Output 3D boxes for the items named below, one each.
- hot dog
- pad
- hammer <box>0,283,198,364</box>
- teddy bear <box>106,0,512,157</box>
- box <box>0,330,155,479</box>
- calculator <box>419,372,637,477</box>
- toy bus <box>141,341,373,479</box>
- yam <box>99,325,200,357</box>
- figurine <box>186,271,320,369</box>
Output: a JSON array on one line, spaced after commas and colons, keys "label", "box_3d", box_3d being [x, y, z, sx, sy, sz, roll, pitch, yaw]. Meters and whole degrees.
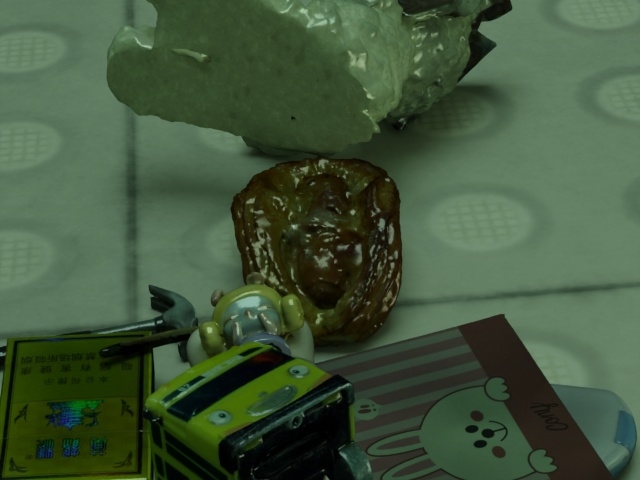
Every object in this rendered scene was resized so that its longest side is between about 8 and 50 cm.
[{"label": "hot dog", "box_3d": [0.000, -0.004, 1.842, 0.175, 0.114, 0.259, -6, 33, -4]}, {"label": "pad", "box_3d": [0.129, 0.176, 1.596, 0.202, 0.005, 0.299, -14, 38, -12]}, {"label": "hammer", "box_3d": [-0.245, 0.097, 1.787, 0.246, 0.029, 0.103, -10, 35, -8]}, {"label": "teddy bear", "box_3d": [0.001, -0.246, 2.036, 0.375, 0.327, 0.362, 25, 35, 4]}, {"label": "box", "box_3d": [-0.222, 0.172, 1.639, 0.141, 0.064, 0.220, -2, 32, -4]}, {"label": "calculator", "box_3d": [0.181, 0.173, 1.635, 0.210, 0.039, 0.121, 6, 34, 13]}, {"label": "toy bus", "box_3d": [-0.049, 0.212, 1.393, 0.128, 0.262, 0.150, -27, 38, -32]}, {"label": "yam", "box_3d": [-0.158, 0.095, 1.688, 0.107, 0.014, 0.014, -11, 34, -30]}, {"label": "figurine", "box_3d": [-0.066, 0.111, 1.649, 0.127, 0.155, 0.235, -21, 31, -3]}]
